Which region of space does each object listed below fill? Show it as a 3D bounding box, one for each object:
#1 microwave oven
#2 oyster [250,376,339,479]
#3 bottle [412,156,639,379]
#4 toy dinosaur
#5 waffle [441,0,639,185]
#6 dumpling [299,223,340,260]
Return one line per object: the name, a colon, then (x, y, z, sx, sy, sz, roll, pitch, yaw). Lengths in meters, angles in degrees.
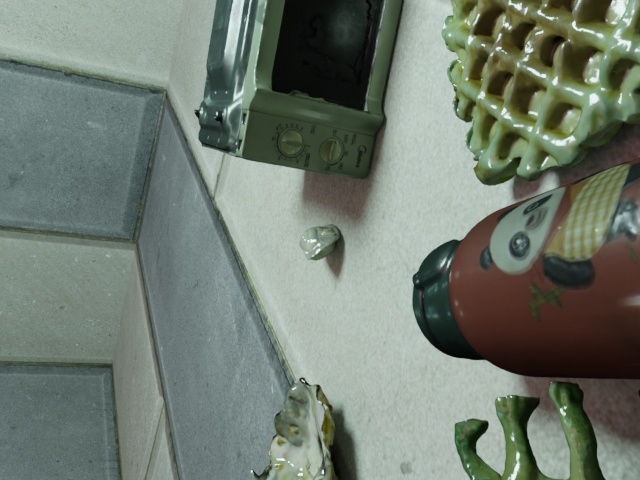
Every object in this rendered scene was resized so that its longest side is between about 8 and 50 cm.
microwave oven: (-0.046, -0.289, 0.935, 0.286, 0.218, 0.355, 28, 109, 63)
oyster: (-0.017, 0.318, 0.881, 0.214, 0.083, 0.223, 48, 121, 55)
bottle: (0.187, 0.030, 0.442, 0.336, 0.143, 0.144, 153, 121, -63)
toy dinosaur: (0.176, 0.246, 0.397, 0.447, 0.087, 0.301, -27, 53, 35)
waffle: (0.204, -0.210, 0.559, 0.292, 0.056, 0.310, 141, 130, -58)
dumpling: (-0.002, -0.002, 0.960, 0.052, 0.076, 0.057, 44, 110, 18)
